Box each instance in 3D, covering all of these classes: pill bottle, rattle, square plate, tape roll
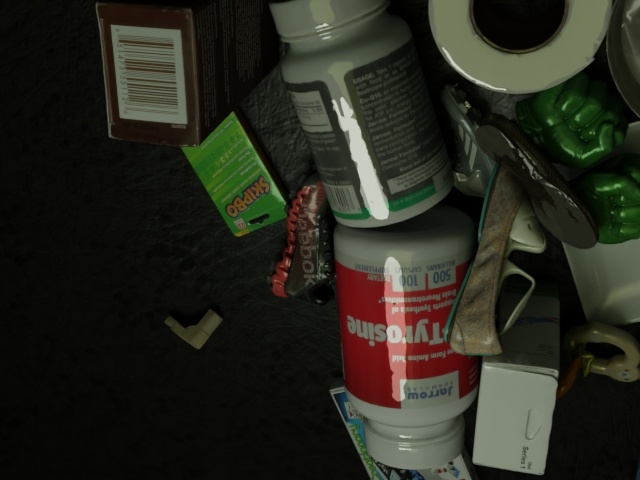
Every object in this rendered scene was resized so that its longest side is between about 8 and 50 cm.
[{"bbox_3d":[0.146,0.157,1.597,0.229,0.229,0.407,0,109,15],"label":"pill bottle"},{"bbox_3d":[0.494,0.230,1.604,0.200,0.142,0.130,36,126,-16],"label":"rattle"},{"bbox_3d":[0.061,-0.218,1.465,0.204,0.204,0.361,-11,114,20],"label":"pill bottle"},{"bbox_3d":[0.547,-0.044,1.517,0.344,0.049,0.347,-15,112,22],"label":"square plate"},{"bbox_3d":[0.283,-0.348,1.358,0.246,0.169,0.246,6,118,11],"label":"tape roll"}]

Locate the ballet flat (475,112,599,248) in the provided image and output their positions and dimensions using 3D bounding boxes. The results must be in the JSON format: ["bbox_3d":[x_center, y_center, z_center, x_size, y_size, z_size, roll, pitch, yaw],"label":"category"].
[{"bbox_3d":[0.324,-0.090,1.412,0.250,0.058,0.084,46,145,-6],"label":"ballet flat"}]

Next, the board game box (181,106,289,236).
[{"bbox_3d":[-0.158,-0.136,1.664,0.124,0.039,0.259,-21,107,24],"label":"board game box"}]

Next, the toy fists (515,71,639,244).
[{"bbox_3d":[0.405,-0.116,1.436,0.142,0.096,0.279,-22,105,25],"label":"toy fists"}]

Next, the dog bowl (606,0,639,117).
[{"bbox_3d":[0.553,-0.269,1.232,0.349,0.102,0.348,18,138,17],"label":"dog bowl"}]

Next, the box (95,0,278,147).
[{"bbox_3d":[-0.174,-0.294,1.386,0.143,0.381,0.191,8,118,14],"label":"box"}]

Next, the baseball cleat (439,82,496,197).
[{"bbox_3d":[0.230,-0.146,1.535,0.109,0.072,0.206,-32,104,26],"label":"baseball cleat"}]

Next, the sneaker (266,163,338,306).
[{"bbox_3d":[0.000,0.000,1.643,0.135,0.098,0.276,29,124,22],"label":"sneaker"}]

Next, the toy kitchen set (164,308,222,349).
[{"bbox_3d":[-0.236,0.162,1.849,0.083,0.075,0.068,32,169,34],"label":"toy kitchen set"}]

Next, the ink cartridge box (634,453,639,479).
[{"bbox_3d":[0.647,0.446,1.618,0.198,0.270,0.197,8,119,11],"label":"ink cartridge box"}]

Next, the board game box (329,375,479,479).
[{"bbox_3d":[0.163,0.375,1.835,0.193,0.053,0.305,-15,112,21],"label":"board game box"}]

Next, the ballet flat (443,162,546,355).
[{"bbox_3d":[0.281,0.028,1.460,0.106,0.107,0.315,14,83,23],"label":"ballet flat"}]

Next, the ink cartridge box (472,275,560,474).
[{"bbox_3d":[0.323,0.212,1.578,0.117,0.278,0.201,6,118,11],"label":"ink cartridge box"}]
